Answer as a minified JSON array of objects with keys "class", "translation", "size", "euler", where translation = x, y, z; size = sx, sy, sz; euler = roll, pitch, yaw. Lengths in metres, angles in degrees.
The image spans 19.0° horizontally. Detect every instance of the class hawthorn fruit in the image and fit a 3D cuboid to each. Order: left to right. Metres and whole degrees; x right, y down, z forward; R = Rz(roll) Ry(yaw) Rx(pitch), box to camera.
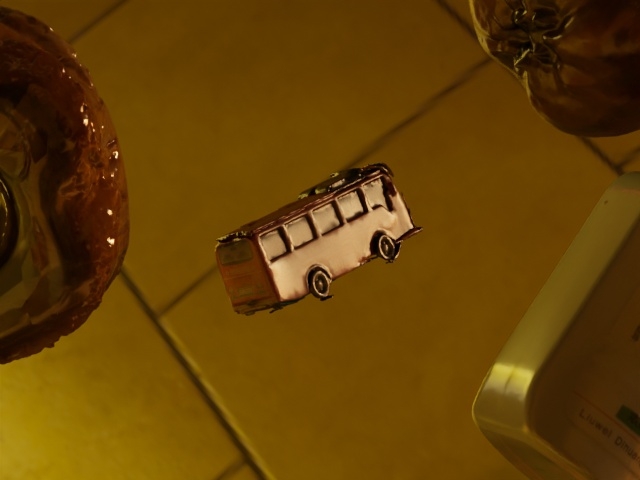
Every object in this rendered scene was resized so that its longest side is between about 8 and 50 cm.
[{"class":"hawthorn fruit","translation":[0.239,-0.195,1.494],"size":[0.199,0.199,0.251],"euler":[24,39,39]}]

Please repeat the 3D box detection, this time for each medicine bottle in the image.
[{"class":"medicine bottle","translation":[0.243,0.049,1.359],"size":[0.296,0.161,0.111],"euler":[-55,28,-15]}]

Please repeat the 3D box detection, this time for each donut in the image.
[{"class":"donut","translation":[-0.313,-0.045,1.633],"size":[0.330,0.330,0.160],"euler":[-33,16,3]}]

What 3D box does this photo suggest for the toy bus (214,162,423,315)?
[{"class":"toy bus","translation":[0.000,0.000,1.776],"size":[0.073,0.096,0.235],"euler":[-12,12,40]}]
